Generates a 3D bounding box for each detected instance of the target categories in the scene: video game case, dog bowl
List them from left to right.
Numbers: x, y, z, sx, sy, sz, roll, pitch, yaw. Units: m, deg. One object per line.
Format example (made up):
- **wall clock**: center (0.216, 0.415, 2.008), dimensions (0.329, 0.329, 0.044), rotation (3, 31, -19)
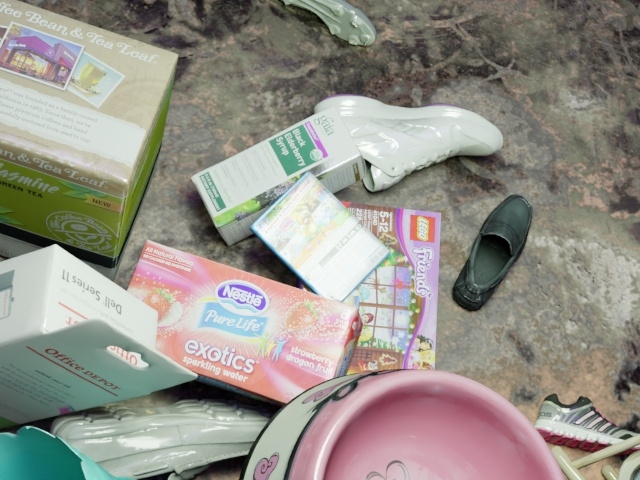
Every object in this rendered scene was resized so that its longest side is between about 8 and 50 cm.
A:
- **video game case**: center (0.000, 0.000, 1.682), dimensions (0.166, 0.015, 0.119), rotation (45, 77, 2)
- **dog bowl**: center (0.114, 0.329, 1.373), dimensions (0.408, 0.150, 0.407), rotation (9, 64, -20)

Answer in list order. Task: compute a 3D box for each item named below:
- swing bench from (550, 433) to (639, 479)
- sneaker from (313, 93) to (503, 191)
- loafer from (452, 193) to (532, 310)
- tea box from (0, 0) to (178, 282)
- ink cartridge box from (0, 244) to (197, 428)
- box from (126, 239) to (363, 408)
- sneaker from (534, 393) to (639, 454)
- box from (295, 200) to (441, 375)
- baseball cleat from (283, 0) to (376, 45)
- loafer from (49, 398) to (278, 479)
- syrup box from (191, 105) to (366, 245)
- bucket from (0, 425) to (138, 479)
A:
- **swing bench**: center (0.452, 0.375, 1.566), dimensions (0.165, 0.253, 0.254), rotation (-27, 63, 19)
- **sneaker**: center (0.136, -0.142, 1.890), dimensions (0.305, 0.114, 0.152), rotation (4, 75, -7)
- **loafer**: center (0.275, 0.010, 1.842), dimensions (0.076, 0.078, 0.223), rotation (32, 59, 4)
- **tea box**: center (-0.392, -0.135, 1.609), dimensions (0.329, 0.323, 0.220), rotation (18, 59, -4)
- **ink cartridge box**: center (-0.341, 0.119, 1.449), dimensions (0.354, 0.207, 0.119), rotation (-15, 57, 25)
- **box**: center (-0.107, 0.123, 1.592), dimensions (0.300, 0.142, 0.154), rotation (18, 78, 9)
- **sneaker**: center (0.394, 0.265, 1.742), dimensions (0.171, 0.063, 0.074), rotation (12, 66, -2)
- **box**: center (0.065, 0.094, 1.714), dimensions (0.201, 0.057, 0.293), rotation (6, 76, -11)
- **baseball cleat**: center (0.018, -0.410, 2.012), dimensions (0.206, 0.072, 0.109), rotation (32, 53, 0)
- **loafer**: center (-0.195, 0.273, 1.575), dimensions (0.320, 0.112, 0.111), rotation (-1, 98, -16)
- **syrup box**: center (-0.058, -0.095, 1.762), dimensions (0.237, 0.096, 0.093), rotation (-27, 70, -2)
- **bucket**: center (-0.315, 0.368, 1.372), dimensions (0.281, 0.183, 0.281), rotation (-16, 53, 23)
